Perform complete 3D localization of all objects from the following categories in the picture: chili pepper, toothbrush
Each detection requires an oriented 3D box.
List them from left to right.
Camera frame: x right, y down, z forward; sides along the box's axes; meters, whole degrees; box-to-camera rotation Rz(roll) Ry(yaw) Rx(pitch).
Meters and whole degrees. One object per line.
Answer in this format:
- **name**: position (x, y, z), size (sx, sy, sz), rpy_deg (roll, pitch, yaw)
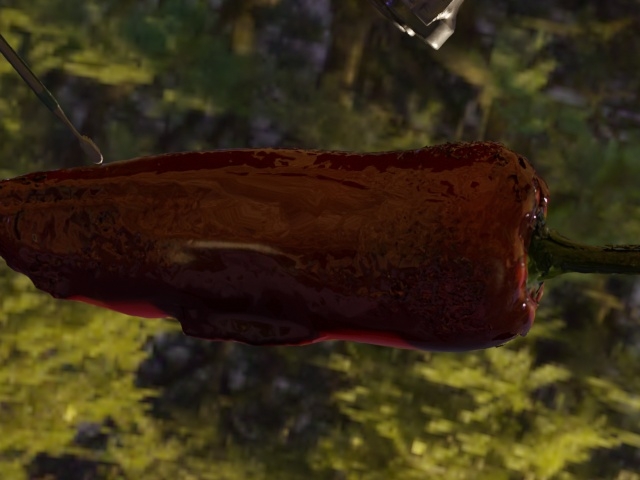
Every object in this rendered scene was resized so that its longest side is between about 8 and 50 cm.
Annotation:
- **toothbrush**: position (-0.237, -0.127, 1.273), size (0.011, 0.167, 0.014), rpy_deg (-31, -147, 10)
- **chili pepper**: position (0.000, 0.000, 0.774), size (0.388, 0.110, 0.110), rpy_deg (2, -157, 13)

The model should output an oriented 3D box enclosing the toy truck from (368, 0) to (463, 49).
- **toy truck**: position (0.052, -0.195, 0.874), size (0.124, 0.114, 0.253), rpy_deg (41, -171, -9)
